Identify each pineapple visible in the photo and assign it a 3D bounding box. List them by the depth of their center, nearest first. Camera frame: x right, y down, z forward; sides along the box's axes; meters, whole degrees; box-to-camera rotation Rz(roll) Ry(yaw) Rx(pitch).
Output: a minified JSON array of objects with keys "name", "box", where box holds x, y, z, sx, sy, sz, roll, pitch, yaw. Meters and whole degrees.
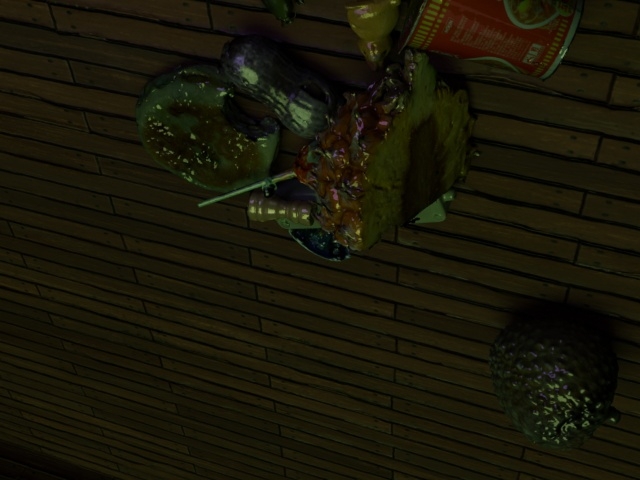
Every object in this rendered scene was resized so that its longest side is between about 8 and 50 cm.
[{"name":"pineapple","box":[0.085,-0.188,1.433,0.209,0.344,0.286,20,129,35]}]

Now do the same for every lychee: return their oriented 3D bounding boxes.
[{"name":"lychee","box":[0.451,0.270,1.736,0.274,0.255,0.255,31,144,17]}]

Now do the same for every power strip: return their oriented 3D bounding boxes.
[{"name":"power strip","box":[0.076,-0.077,1.687,0.385,0.062,0.091,-2,134,31]}]

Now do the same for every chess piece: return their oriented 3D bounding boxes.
[{"name":"chess piece","box":[-0.071,-0.060,1.696,0.122,0.066,0.066,10,139,17]}]

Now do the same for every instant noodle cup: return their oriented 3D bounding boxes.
[{"name":"instant noodle cup","box":[0.237,-0.315,1.245,0.212,0.193,0.193,20,142,-5]}]

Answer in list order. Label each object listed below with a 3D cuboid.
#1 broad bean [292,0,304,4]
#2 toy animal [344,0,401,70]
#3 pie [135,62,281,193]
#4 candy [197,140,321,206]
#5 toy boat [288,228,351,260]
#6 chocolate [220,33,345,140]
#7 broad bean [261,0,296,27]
[{"name":"broad bean","box":[0.049,-0.421,1.320,0.297,0.043,0.060,-16,138,41]},{"name":"toy animal","box":[0.089,-0.318,1.402,0.083,0.070,0.159,10,144,16]},{"name":"pie","box":[-0.214,-0.202,1.697,0.302,0.067,0.302,16,141,13]},{"name":"candy","box":[-0.097,-0.110,1.654,0.287,0.078,0.084,-18,161,12]},{"name":"toy boat","box":[0.000,0.000,1.818,0.137,0.060,0.061,34,163,-5]},{"name":"chocolate","box":[-0.059,-0.257,1.518,0.248,0.110,0.110,39,140,-12]},{"name":"broad bean","box":[-0.122,-0.433,1.397,0.254,0.046,0.065,43,151,-23]}]
